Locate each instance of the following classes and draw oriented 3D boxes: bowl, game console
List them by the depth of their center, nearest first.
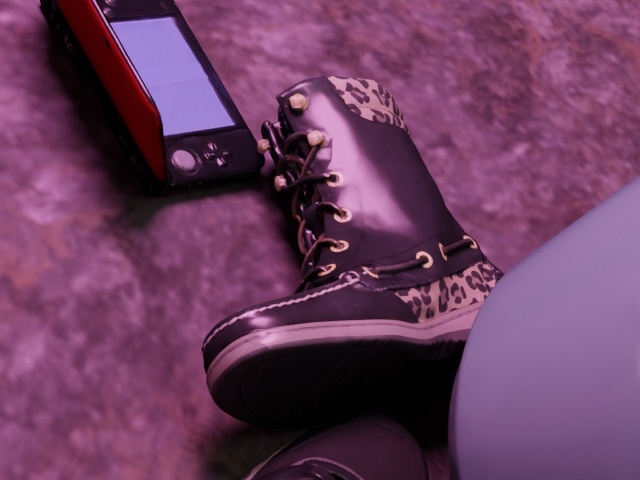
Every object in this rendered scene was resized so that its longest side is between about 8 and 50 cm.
[{"bbox_3d":[0.180,0.108,0.914,0.311,0.163,0.311,19,64,-46],"label":"bowl"},{"bbox_3d":[-0.091,-0.106,0.995,0.124,0.085,0.144,-12,64,-41],"label":"game console"}]

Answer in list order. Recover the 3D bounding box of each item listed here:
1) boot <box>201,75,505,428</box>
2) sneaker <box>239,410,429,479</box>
[{"bbox_3d":[0.000,0.001,0.973,0.236,0.085,0.178,-5,58,-47],"label":"boot"},{"bbox_3d":[-0.004,0.158,0.808,0.107,0.124,0.283,42,42,0],"label":"sneaker"}]
